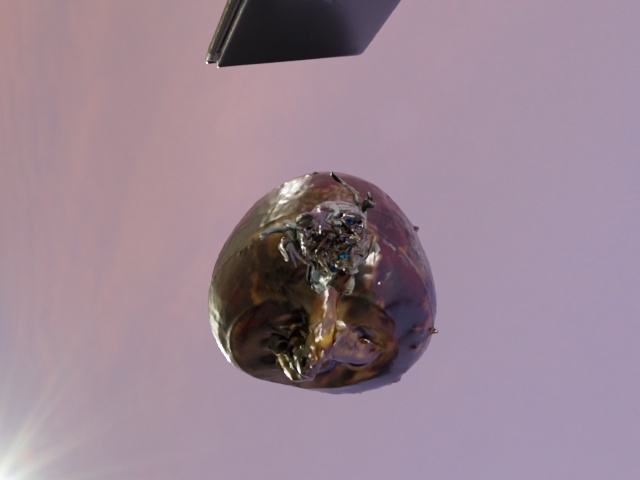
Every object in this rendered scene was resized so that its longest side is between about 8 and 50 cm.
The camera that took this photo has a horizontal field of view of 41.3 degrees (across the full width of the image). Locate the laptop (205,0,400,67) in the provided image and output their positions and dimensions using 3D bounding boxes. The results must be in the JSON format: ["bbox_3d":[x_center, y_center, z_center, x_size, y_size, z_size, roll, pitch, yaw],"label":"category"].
[{"bbox_3d":[0.004,-0.166,0.548,0.180,0.129,0.016,-43,-119,62],"label":"laptop"}]

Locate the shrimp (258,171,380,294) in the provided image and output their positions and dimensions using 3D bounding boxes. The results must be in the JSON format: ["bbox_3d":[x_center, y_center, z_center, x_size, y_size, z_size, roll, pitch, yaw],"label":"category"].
[{"bbox_3d":[0.000,-0.004,0.612,0.174,0.082,0.076,91,-4,-80],"label":"shrimp"}]

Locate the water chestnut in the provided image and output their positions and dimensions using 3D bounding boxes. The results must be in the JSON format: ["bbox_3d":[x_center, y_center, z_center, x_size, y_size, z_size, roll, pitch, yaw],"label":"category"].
[{"bbox_3d":[0.001,0.056,0.814,0.238,0.223,0.224,-93,-156,-54],"label":"water chestnut"}]
